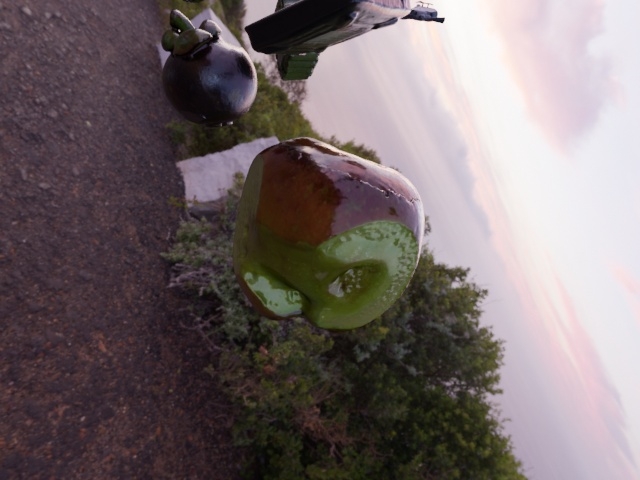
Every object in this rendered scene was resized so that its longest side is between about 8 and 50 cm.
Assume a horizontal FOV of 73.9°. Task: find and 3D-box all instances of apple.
[{"bbox_3d":[0.000,0.000,0.785,0.373,0.375,0.384,63,15,-2],"label":"apple"}]

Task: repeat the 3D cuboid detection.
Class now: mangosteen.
[{"bbox_3d":[-0.343,-0.500,1.301,0.311,0.312,0.311,53,20,-29],"label":"mangosteen"}]

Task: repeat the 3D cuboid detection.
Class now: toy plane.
[{"bbox_3d":[0.328,-0.787,1.472,0.053,0.197,0.078,102,-6,-50],"label":"toy plane"}]

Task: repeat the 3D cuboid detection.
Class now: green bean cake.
[{"bbox_3d":[-0.076,-0.611,1.287,0.200,0.113,0.214,153,-72,-74],"label":"green bean cake"}]

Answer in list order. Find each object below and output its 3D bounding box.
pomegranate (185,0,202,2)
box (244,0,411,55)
[{"bbox_3d":[-0.301,-0.625,0.959,0.159,0.130,0.129,58,18,-27],"label":"pomegranate"},{"bbox_3d":[0.024,-0.472,0.919,0.290,0.289,0.073,-35,115,-52],"label":"box"}]
